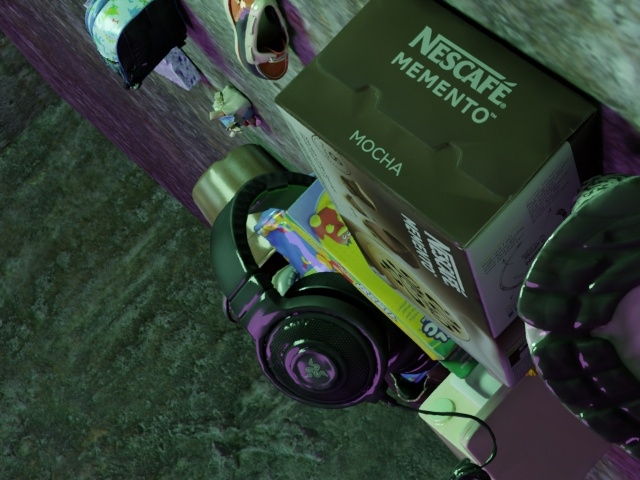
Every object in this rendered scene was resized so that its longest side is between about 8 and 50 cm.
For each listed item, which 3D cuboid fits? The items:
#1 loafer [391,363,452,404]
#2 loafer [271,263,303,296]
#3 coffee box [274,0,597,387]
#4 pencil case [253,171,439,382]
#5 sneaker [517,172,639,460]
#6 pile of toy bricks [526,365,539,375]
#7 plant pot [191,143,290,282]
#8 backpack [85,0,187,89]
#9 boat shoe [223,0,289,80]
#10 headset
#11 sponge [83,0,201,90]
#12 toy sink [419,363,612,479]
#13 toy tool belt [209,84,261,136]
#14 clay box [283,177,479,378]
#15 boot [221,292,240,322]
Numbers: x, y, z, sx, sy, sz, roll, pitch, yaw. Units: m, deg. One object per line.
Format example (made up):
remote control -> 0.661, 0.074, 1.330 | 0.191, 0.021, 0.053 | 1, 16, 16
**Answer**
loafer -> 0.153, 0.176, 1.581 | 0.134, 0.130, 0.366 | 35, 169, 49
loafer -> 0.007, 0.073, 1.509 | 0.251, 0.087, 0.094 | 2, -104, -56
coffee box -> 0.099, -0.026, 0.782 | 0.168, 0.119, 0.297 | 41, 172, 25
pencil case -> 0.059, 0.043, 1.371 | 0.306, 0.119, 0.133 | 43, 161, 1
sneaker -> 0.283, 0.091, 0.610 | 0.410, 0.158, 0.182 | 43, -156, -10
pile of toy bricks -> 0.147, 0.076, 1.059 | 0.212, 0.105, 0.118 | 49, 157, -14
plant pot -> -0.089, -0.040, 1.585 | 0.165, 0.167, 0.167 | 49, 174, 13
backpack -> -0.216, -0.248, 1.251 | 0.084, 0.105, 0.114 | 40, 167, 13
boat shoe -> -0.049, -0.182, 0.982 | 0.043, 0.049, 0.137 | 38, 166, 24
headset -> 0.031, 0.108, 1.138 | 0.243, 0.185, 0.394 | -17, -117, -51
sponge -> -0.250, -0.280, 1.529 | 0.117, 0.031, 0.210 | 49, 170, -35
toy sink -> 0.224, 0.207, 1.308 | 0.131, 0.153, 0.234 | 36, 170, 47
toy tool belt -> -0.115, -0.160, 1.416 | 0.052, 0.051, 0.083 | 40, 172, 24
clay box -> 0.090, 0.008, 0.990 | 0.222, 0.127, 0.053 | 42, 172, 2
boot -> -0.022, 0.092, 1.694 | 0.229, 0.263, 0.091 | 46, -150, 22
